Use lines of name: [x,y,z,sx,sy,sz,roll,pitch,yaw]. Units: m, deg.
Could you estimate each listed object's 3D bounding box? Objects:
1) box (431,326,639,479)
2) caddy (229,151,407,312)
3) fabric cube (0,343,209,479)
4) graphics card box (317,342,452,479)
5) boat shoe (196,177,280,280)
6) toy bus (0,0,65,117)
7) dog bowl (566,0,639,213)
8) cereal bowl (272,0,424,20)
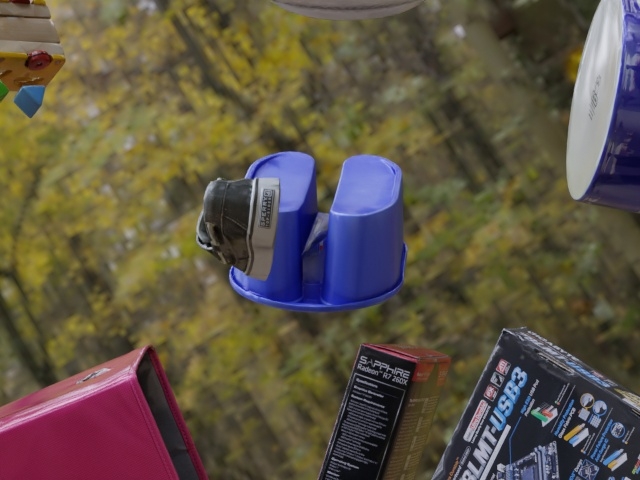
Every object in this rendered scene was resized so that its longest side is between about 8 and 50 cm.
box: [0.283,0.299,1.944,0.073,0.293,0.295,5,-67,-55]
caddy: [0.000,0.000,2.307,0.241,0.179,0.341,2,20,6]
fabric cube: [-0.254,0.281,1.709,0.258,0.259,0.254,-22,3,0]
graphics card box: [0.069,0.325,2.286,0.233,0.094,0.371,11,-85,-74]
boat shoe: [-0.073,-0.017,1.448,0.070,0.077,0.219,7,-13,-1]
toy bus: [-0.404,-0.225,1.918,0.104,0.202,0.191,-43,14,42]
dog bowl: [0.375,-0.166,1.957,0.104,0.265,0.265,9,-13,-3]
cereal bowl: [0.024,-0.296,1.491,0.339,0.339,0.141,-26,-50,-34]
